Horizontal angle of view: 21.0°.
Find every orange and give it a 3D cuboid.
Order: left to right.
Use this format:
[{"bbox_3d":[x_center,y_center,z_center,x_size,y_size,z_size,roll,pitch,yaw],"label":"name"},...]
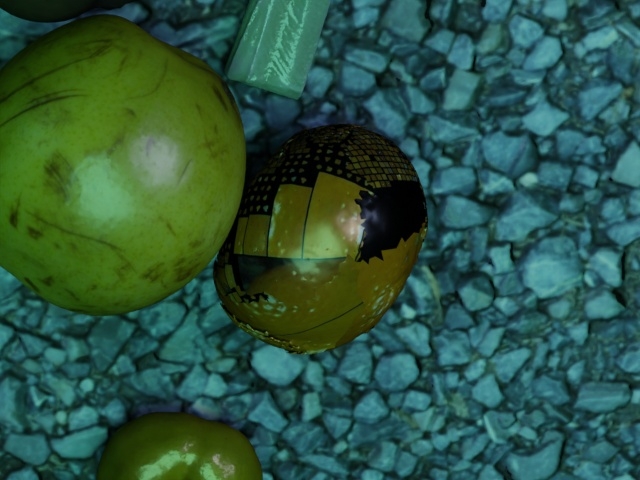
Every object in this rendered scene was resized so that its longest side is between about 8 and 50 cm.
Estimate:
[{"bbox_3d":[0.000,0.000,1.666,0.182,0.234,0.234,45,103,13],"label":"orange"}]

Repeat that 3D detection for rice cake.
[{"bbox_3d":[-0.023,-0.249,1.658,0.080,0.042,0.222,17,110,-9],"label":"rice cake"}]

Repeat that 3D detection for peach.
[{"bbox_3d":[-0.150,0.263,1.822,0.179,0.103,0.179,-2,110,-5],"label":"peach"}]

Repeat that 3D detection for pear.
[{"bbox_3d":[-0.201,-0.068,1.587,0.280,0.281,0.281,-2,113,-6],"label":"pear"}]

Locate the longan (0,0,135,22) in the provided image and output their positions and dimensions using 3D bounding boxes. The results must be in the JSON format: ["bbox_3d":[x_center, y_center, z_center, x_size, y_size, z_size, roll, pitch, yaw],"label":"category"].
[{"bbox_3d":[-0.230,-0.282,1.557,0.204,0.159,0.185,28,106,-26],"label":"longan"}]
